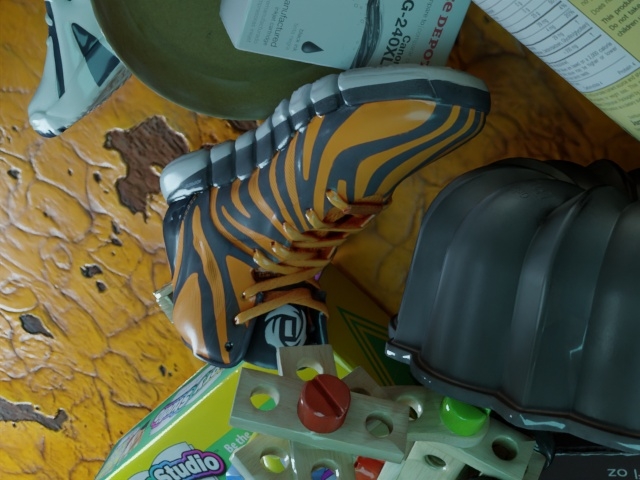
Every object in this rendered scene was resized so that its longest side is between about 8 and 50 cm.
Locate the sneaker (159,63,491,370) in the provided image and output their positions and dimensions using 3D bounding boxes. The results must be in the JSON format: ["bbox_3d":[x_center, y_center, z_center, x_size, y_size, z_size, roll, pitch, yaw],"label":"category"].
[{"bbox_3d":[0.000,0.000,0.734,0.124,0.180,0.321,8,160,-38],"label":"sneaker"}]

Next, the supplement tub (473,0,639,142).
[{"bbox_3d":[0.165,-0.213,0.533,0.331,0.241,0.241,39,125,-6],"label":"supplement tub"}]

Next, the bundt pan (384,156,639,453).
[{"bbox_3d":[0.209,0.020,0.634,0.330,0.331,0.124,8,101,15],"label":"bundt pan"}]

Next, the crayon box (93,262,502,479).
[{"bbox_3d":[-0.004,0.239,0.960,0.313,0.106,0.363,43,124,-8],"label":"crayon box"}]

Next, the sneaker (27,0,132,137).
[{"bbox_3d":[-0.187,-0.198,0.760,0.153,0.094,0.235,42,125,-7],"label":"sneaker"}]

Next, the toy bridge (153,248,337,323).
[{"bbox_3d":[-0.079,0.019,0.897,0.188,0.026,0.063,-22,109,30],"label":"toy bridge"}]

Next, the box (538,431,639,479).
[{"bbox_3d":[0.268,0.184,0.789,0.168,0.167,0.203,-6,118,23],"label":"box"}]

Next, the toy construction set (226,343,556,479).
[{"bbox_3d":[0.031,0.159,0.707,0.215,0.151,0.328,27,156,9],"label":"toy construction set"}]

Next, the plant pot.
[{"bbox_3d":[-0.041,-0.193,0.691,0.236,0.032,0.236,-9,127,-12],"label":"plant pot"}]

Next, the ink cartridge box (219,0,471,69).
[{"bbox_3d":[0.023,-0.172,0.664,0.150,0.063,0.109,6,123,-23],"label":"ink cartridge box"}]
